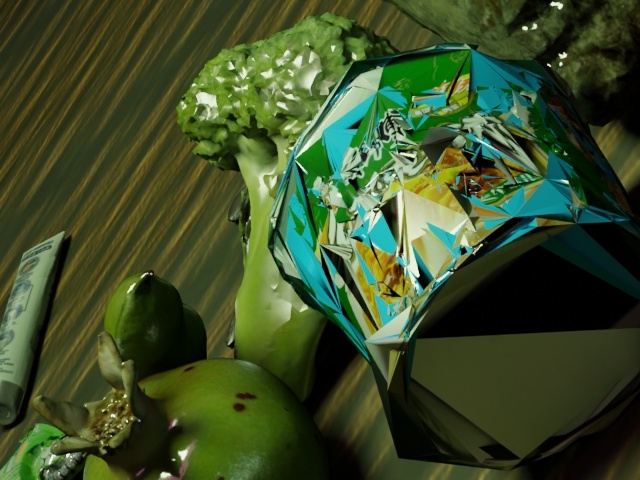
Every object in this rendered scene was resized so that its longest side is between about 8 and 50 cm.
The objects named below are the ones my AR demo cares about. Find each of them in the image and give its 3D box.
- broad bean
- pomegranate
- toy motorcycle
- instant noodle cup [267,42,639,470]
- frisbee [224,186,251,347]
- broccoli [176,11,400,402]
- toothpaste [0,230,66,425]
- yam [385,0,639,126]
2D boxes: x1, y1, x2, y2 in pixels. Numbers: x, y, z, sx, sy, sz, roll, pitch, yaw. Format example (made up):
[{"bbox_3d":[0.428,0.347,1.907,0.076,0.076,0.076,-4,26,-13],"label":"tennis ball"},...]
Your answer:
[{"bbox_3d":[-0.122,0.101,1.504,0.098,0.056,0.318,-49,-18,-27],"label":"broad bean"},{"bbox_3d":[-0.099,0.153,1.378,0.181,0.224,0.181,-24,43,25],"label":"pomegranate"},{"bbox_3d":[-0.263,0.223,1.716,0.190,0.074,0.106,-47,19,13],"label":"toy motorcycle"},{"bbox_3d":[0.104,0.015,1.244,0.240,0.240,0.178,-47,36,12],"label":"instant noodle cup"},{"bbox_3d":[-0.039,0.009,1.674,0.211,0.012,0.187,-3,57,55],"label":"frisbee"},{"bbox_3d":[0.025,-0.024,1.495,0.254,0.186,0.302,-17,88,44],"label":"broccoli"},{"bbox_3d":[-0.293,0.081,1.950,0.062,0.039,0.239,-30,34,30],"label":"toothpaste"},{"bbox_3d":[0.133,-0.219,1.394,0.300,0.195,0.195,34,88,23],"label":"yam"}]
